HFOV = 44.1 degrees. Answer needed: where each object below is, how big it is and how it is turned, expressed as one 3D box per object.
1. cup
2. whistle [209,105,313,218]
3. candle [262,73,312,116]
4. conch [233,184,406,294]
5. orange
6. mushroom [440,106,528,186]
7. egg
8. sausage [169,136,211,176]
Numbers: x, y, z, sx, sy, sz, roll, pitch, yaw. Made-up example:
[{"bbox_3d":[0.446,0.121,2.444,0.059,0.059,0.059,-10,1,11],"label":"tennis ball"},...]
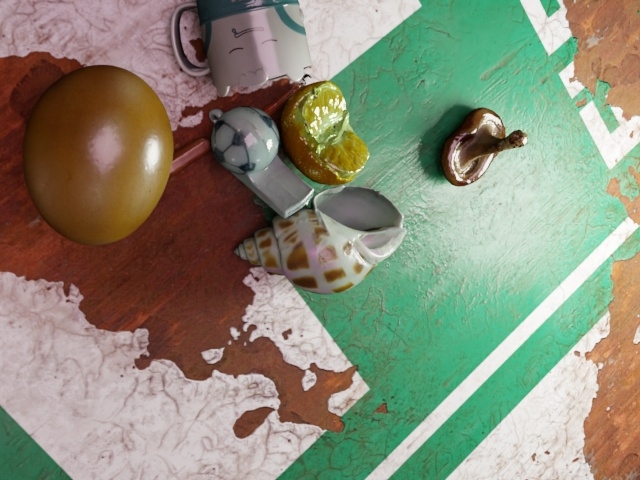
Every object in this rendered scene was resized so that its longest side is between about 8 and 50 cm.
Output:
[{"bbox_3d":[-0.176,-0.446,1.681,0.289,0.219,0.258,-10,101,9],"label":"cup"},{"bbox_3d":[-0.139,-0.196,1.723,0.289,0.163,0.163,40,76,15],"label":"whistle"},{"bbox_3d":[-0.084,-0.329,1.827,0.167,0.021,0.026,-42,137,-16],"label":"candle"},{"bbox_3d":[0.001,0.000,1.810,0.368,0.197,0.249,6,72,-22],"label":"conch"},{"bbox_3d":[0.001,-0.239,1.798,0.179,0.158,0.237,-42,111,-36],"label":"orange"},{"bbox_3d":[0.417,-0.232,1.956,0.148,0.217,0.227,37,81,-24],"label":"mushroom"},{"bbox_3d":[-0.432,-0.165,1.543,0.282,0.282,0.351,4,97,-25],"label":"egg"},{"bbox_3d":[-0.294,-0.186,1.736,0.131,0.039,0.041,-36,107,-17],"label":"sausage"}]
